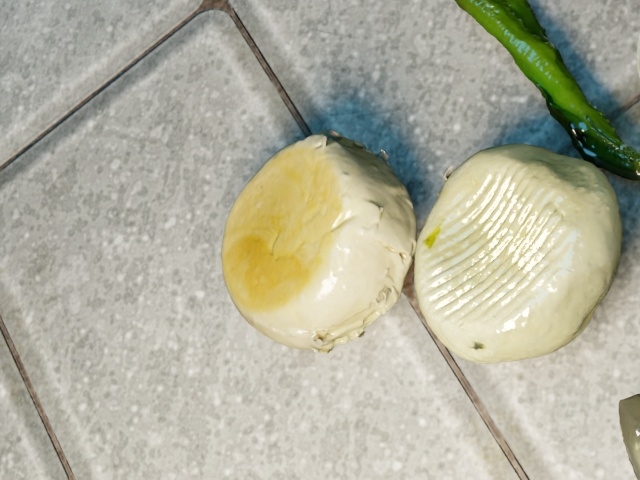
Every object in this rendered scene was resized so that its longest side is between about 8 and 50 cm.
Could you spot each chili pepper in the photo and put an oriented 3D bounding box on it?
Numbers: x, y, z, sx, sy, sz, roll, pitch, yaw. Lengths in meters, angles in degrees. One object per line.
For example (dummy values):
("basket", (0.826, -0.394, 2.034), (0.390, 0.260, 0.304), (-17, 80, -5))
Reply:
("chili pepper", (0.284, -0.191, 1.754), (0.085, 0.076, 0.359), (-25, 61, -23))

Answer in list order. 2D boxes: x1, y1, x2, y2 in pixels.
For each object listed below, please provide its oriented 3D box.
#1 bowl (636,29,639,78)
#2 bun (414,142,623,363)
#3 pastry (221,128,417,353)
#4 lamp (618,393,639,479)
("bowl", (0.480, -0.248, 1.606), (0.277, 0.145, 0.277), (-56, 20, 34))
("bun", (0.233, 0.014, 1.664), (0.259, 0.160, 0.259), (-19, 60, 36))
("pastry", (-0.001, 0.002, 1.759), (0.265, 0.133, 0.265), (-25, 56, 42))
("lamp", (0.390, 0.260, 1.541), (0.101, 0.101, 0.250), (-37, 60, 10))
